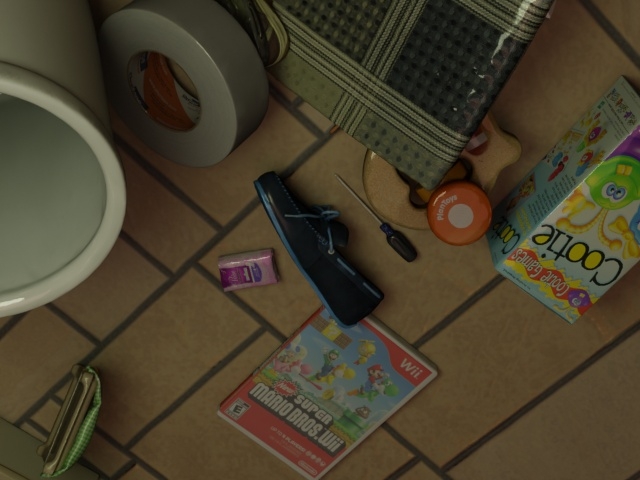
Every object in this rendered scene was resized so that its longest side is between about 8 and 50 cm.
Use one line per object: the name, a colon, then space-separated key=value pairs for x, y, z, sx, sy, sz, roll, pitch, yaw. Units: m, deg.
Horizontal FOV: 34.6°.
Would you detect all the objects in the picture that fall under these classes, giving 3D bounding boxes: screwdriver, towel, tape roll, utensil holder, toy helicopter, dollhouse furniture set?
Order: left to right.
utensil holder: x=-0.393 y=-0.160 z=1.136 sx=0.327 sy=0.385 sz=0.328 roll=-9 pitch=136 yaw=-9
dollhouse furniture set: x=-0.332 y=0.340 z=1.476 sx=0.151 sy=0.197 sz=0.301 roll=24 pitch=81 yaw=-16
tape roll: x=-0.172 y=-0.200 z=1.270 sx=0.219 sy=0.072 sz=0.219 roll=24 pitch=138 yaw=24
screwdriver: x=0.076 y=-0.031 z=1.435 sx=0.024 sy=0.025 sz=0.170 roll=-39 pitch=110 yaw=18
towel: x=0.092 y=-0.270 z=1.225 sx=0.324 sy=0.056 sz=0.312 roll=39 pitch=119 yaw=19
toy helicopter: x=0.165 y=-0.183 z=1.321 sx=0.235 sy=0.140 sz=0.355 roll=27 pitch=104 yaw=-2

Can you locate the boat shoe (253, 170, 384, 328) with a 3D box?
boat shoe: x=0.000 y=0.000 z=1.418 sx=0.089 sy=0.109 sz=0.258 roll=-32 pitch=120 yaw=3

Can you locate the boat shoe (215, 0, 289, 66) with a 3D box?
boat shoe: x=-0.126 y=-0.304 z=1.254 sx=0.080 sy=0.073 sz=0.223 roll=-36 pitch=96 yaw=25

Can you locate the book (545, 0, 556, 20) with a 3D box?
book: x=0.223 y=-0.335 z=1.245 sx=0.144 sy=0.035 sz=0.096 roll=17 pitch=93 yaw=-1

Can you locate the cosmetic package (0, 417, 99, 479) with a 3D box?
cosmetic package: x=-0.524 y=0.371 z=1.605 sx=0.309 sy=0.113 sz=0.160 roll=33 pitch=112 yaw=-15

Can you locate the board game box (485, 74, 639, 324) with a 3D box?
board game box: x=0.363 y=-0.051 z=1.350 sx=0.142 sy=0.144 sz=0.275 roll=35 pitch=113 yaw=-15

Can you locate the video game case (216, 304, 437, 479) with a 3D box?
video game case: x=0.008 y=0.229 z=1.567 sx=0.204 sy=0.025 sz=0.285 roll=39 pitch=111 yaw=-16

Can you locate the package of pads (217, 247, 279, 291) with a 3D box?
package of pads: x=-0.103 y=0.041 z=1.472 sx=0.083 sy=0.032 sz=0.050 roll=-9 pitch=113 yaw=6
